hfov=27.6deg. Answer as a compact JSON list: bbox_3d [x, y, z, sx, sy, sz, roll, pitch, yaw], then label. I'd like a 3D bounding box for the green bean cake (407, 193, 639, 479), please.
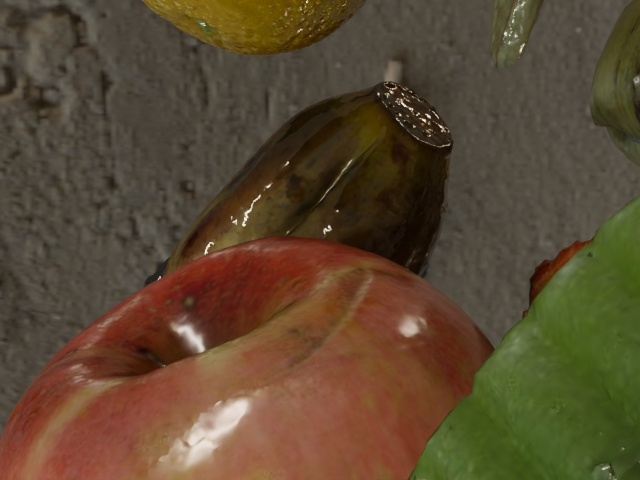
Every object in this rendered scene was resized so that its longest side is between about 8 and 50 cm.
[{"bbox_3d":[0.150,0.095,0.489,0.214,0.113,0.200,30,99,-35],"label":"green bean cake"}]

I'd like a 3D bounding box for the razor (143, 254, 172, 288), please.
[{"bbox_3d":[-0.110,0.143,1.866,0.189,0.107,0.327,-46,106,-20],"label":"razor"}]

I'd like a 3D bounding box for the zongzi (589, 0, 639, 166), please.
[{"bbox_3d":[0.325,-0.248,0.896,0.356,0.174,0.393,-29,120,-16],"label":"zongzi"}]

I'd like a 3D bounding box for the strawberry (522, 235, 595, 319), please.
[{"bbox_3d":[0.235,0.062,1.022,0.085,0.140,0.192,0,110,-47],"label":"strawberry"}]

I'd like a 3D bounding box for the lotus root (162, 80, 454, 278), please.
[{"bbox_3d":[-0.002,0.001,1.091,0.291,0.193,0.193,-47,131,13],"label":"lotus root"}]

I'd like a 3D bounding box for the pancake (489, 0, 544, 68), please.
[{"bbox_3d":[0.243,-0.311,1.532,0.050,0.242,0.242,16,81,-4],"label":"pancake"}]

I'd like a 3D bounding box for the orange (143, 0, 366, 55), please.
[{"bbox_3d":[-0.042,-0.247,0.893,0.236,0.236,0.236,-4,97,-42],"label":"orange"}]

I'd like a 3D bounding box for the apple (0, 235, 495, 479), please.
[{"bbox_3d":[-0.026,0.188,0.850,0.363,0.363,0.364,-4,97,-42],"label":"apple"}]
